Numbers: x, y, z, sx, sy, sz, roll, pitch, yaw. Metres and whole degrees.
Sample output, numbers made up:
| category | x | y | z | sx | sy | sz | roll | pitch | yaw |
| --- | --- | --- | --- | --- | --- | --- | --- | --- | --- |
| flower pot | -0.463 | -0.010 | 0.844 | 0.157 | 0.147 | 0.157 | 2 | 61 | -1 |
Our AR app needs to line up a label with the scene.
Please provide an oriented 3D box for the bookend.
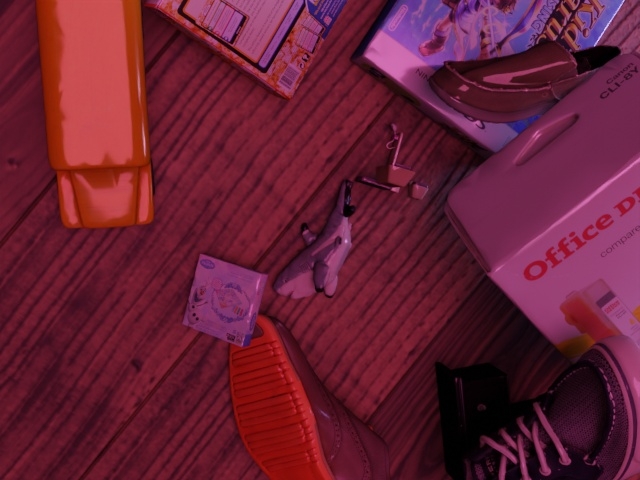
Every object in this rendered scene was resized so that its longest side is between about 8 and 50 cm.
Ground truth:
| category | x | y | z | sx | sy | sz | roll | pitch | yaw |
| --- | --- | --- | --- | --- | --- | --- | --- | --- | --- |
| bookend | 0.243 | 0.232 | 1.069 | 0.157 | 0.072 | 0.156 | -8 | 99 | -12 |

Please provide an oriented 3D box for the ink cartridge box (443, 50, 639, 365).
| category | x | y | z | sx | sy | sz | roll | pitch | yaw |
| --- | --- | --- | --- | --- | --- | --- | --- | --- | --- |
| ink cartridge box | 0.371 | 0.022 | 0.946 | 0.279 | 0.160 | 0.385 | -41 | 120 | 13 |

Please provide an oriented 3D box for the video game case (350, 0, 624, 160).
| category | x | y | z | sx | sy | sz | roll | pitch | yaw |
| --- | --- | --- | --- | --- | --- | --- | --- | --- | --- |
| video game case | 0.212 | -0.266 | 1.001 | 0.244 | 0.061 | 0.269 | 33 | 89 | -16 |

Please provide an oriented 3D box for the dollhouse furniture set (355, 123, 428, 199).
| category | x | y | z | sx | sy | sz | roll | pitch | yaw |
| --- | --- | --- | --- | --- | --- | --- | --- | --- | --- |
| dollhouse furniture set | 0.108 | -0.099 | 0.974 | 0.091 | 0.114 | 0.081 | 16 | 89 | -12 |

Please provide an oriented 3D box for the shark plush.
| category | x | y | z | sx | sy | sz | roll | pitch | yaw |
| --- | --- | --- | --- | --- | --- | --- | --- | --- | --- |
| shark plush | 0.000 | 0.000 | 0.995 | 0.067 | 0.073 | 0.161 | 23 | 98 | 15 |

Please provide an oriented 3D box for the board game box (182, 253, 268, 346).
| category | x | y | z | sx | sy | sz | roll | pitch | yaw |
| --- | --- | --- | --- | --- | --- | --- | --- | --- | --- |
| board game box | -0.115 | 0.071 | 0.967 | 0.090 | 0.020 | 0.090 | 17 | 96 | 25 |

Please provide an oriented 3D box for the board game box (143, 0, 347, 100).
| category | x | y | z | sx | sy | sz | roll | pitch | yaw |
| --- | --- | --- | --- | --- | --- | --- | --- | --- | --- |
| board game box | -0.077 | -0.271 | 0.911 | 0.193 | 0.045 | 0.146 | 31 | 90 | -35 |

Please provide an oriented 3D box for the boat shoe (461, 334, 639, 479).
| category | x | y | z | sx | sy | sz | roll | pitch | yaw |
| --- | --- | --- | --- | --- | --- | --- | --- | --- | --- |
| boat shoe | 0.251 | 0.231 | 0.894 | 0.158 | 0.127 | 0.340 | -12 | 141 | -7 |

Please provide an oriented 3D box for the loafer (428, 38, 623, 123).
| category | x | y | z | sx | sy | sz | roll | pitch | yaw |
| --- | --- | --- | --- | --- | --- | --- | --- | --- | --- |
| loafer | 0.241 | -0.194 | 0.929 | 0.251 | 0.094 | 0.087 | -6 | 130 | -22 |

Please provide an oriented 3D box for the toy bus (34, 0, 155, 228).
| category | x | y | z | sx | sy | sz | roll | pitch | yaw |
| --- | --- | --- | --- | --- | --- | --- | --- | --- | --- |
| toy bus | -0.241 | -0.178 | 0.874 | 0.108 | 0.130 | 0.332 | -4 | 98 | -12 |

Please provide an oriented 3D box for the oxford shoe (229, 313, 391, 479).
| category | x | y | z | sx | sy | sz | roll | pitch | yaw |
| --- | --- | --- | --- | --- | --- | --- | --- | --- | --- |
| oxford shoe | -0.001 | 0.249 | 1.012 | 0.133 | 0.130 | 0.363 | -26 | 95 | -45 |
